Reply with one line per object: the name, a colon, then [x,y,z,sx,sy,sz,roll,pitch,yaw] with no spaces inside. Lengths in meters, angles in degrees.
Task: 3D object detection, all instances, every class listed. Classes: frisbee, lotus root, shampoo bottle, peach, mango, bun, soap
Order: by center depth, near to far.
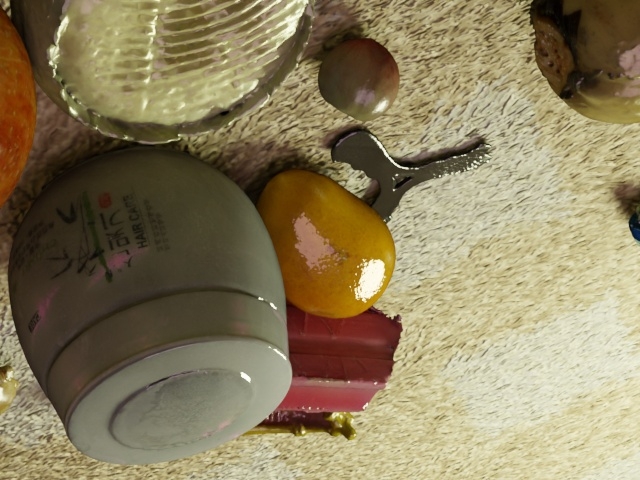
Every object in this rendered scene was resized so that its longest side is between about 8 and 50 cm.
bun: [-0.139,-0.209,1.399,0.259,0.152,0.259,-17,138,-16]
lotus root: [0.362,-0.225,1.622,0.310,0.183,0.183,-22,146,-5]
peach: [0.040,-0.158,1.626,0.083,0.083,0.083,-13,146,-9]
shampoo bottle: [-0.170,0.067,1.674,0.273,0.266,0.273,-14,145,-10]
mango: [-0.001,0.005,1.805,0.141,0.102,0.217,-9,136,20]
frisbee: [0.102,-0.070,1.840,0.187,0.012,0.211,-15,146,-8]
soap: [-0.021,0.114,1.903,0.250,0.162,0.099,7,138,-32]

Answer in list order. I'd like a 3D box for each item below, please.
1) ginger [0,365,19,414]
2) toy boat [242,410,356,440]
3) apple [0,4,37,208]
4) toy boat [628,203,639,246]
ginger: [-0.414,0.170,1.865,0.115,0.081,0.205,3,164,25]
toy boat: [-0.113,0.209,2.055,0.318,0.099,0.141,0,138,-21]
apple: [-0.366,-0.104,1.341,0.309,0.277,0.250,3,164,21]
toy boat: [0.507,-0.068,1.993,0.210,0.070,0.291,11,133,-40]
